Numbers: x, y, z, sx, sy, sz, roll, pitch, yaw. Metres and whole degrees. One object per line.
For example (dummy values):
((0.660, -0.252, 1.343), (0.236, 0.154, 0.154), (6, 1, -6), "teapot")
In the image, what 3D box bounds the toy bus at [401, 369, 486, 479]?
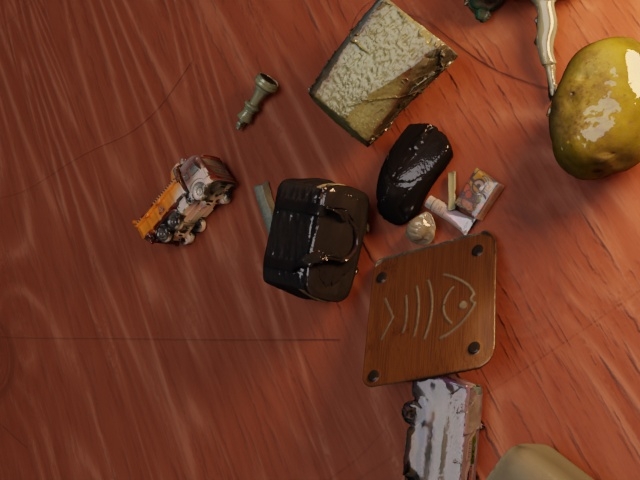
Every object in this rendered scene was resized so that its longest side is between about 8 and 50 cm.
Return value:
((0.221, 0.401, 1.603), (0.138, 0.112, 0.316), (2, 84, 33), "toy bus")

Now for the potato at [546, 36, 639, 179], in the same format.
((0.489, -0.223, 1.490), (0.197, 0.148, 0.228), (-11, 76, 22), "potato")

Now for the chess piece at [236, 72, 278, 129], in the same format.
((-0.160, -0.325, 2.067), (0.149, 0.059, 0.059), (-54, 55, 24), "chess piece")

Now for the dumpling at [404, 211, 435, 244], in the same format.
((0.203, -0.019, 1.738), (0.077, 0.043, 0.059), (-43, 81, 19), "dumpling")

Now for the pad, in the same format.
((0.208, 0.131, 1.656), (0.284, 0.018, 0.286), (-17, 52, 34), "pad")

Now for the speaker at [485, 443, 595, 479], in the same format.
((0.318, 0.546, 1.459), (0.184, 0.183, 0.406), (41, 106, 41), "speaker")

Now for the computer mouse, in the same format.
((0.178, -0.136, 1.758), (0.122, 0.073, 0.217), (37, 103, 36), "computer mouse")

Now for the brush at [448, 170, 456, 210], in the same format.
((0.261, -0.097, 1.717), (0.016, 0.013, 0.083), (-9, 66, 30), "brush")

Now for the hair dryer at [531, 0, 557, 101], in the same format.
((0.367, -0.420, 1.633), (0.229, 0.092, 0.267), (18, 94, 15), "hair dryer")

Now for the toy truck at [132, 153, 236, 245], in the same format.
((-0.329, -0.091, 2.114), (0.270, 0.114, 0.135), (-45, 63, 25), "toy truck")

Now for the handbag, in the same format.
((0.000, 0.000, 1.803), (0.181, 0.181, 0.254), (13, 90, 45), "handbag")

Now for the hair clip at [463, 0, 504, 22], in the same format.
((0.385, -0.595, 1.668), (0.110, 0.095, 0.358), (39, 116, 4), "hair clip")

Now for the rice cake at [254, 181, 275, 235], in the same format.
((-0.117, -0.061, 1.995), (0.033, 0.029, 0.170), (-36, 60, 34), "rice cake")

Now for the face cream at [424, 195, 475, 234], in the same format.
((0.255, -0.052, 1.716), (0.115, 0.020, 0.038), (36, 99, 33), "face cream")

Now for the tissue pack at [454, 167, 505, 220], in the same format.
((0.306, -0.088, 1.676), (0.063, 0.035, 0.083), (42, 108, 34), "tissue pack")

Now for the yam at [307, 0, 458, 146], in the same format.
((0.122, -0.334, 1.762), (0.202, 0.201, 0.271), (46, 106, 12), "yam")
